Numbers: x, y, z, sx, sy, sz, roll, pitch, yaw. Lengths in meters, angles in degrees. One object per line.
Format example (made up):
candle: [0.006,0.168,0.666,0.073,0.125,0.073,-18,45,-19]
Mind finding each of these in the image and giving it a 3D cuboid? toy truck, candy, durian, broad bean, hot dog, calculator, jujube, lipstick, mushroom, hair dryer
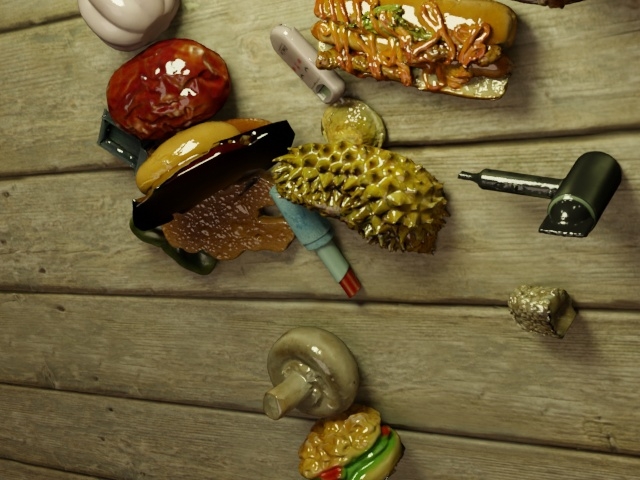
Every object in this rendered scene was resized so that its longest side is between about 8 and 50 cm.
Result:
toy truck: [-0.362,-0.193,1.893,0.192,0.092,0.083,33,133,9]
candy: [0.385,0.121,1.637,0.110,0.085,0.095,1,128,45]
durian: [0.074,-0.074,1.637,0.341,0.112,0.191,25,145,-4]
broad bean: [-0.304,-0.014,2.010,0.206,0.072,0.153,31,135,-4]
hot dog: [0.136,-0.311,1.463,0.348,0.117,0.158,16,128,23]
calculator: [-0.019,-0.299,1.605,0.175,0.032,0.100,47,169,-4]
jujube: [-0.282,-0.277,1.726,0.250,0.174,0.174,-16,112,41]
lipstick: [0.000,0.000,1.816,0.068,0.061,0.274,-25,112,25]
hot dog: [-0.216,-0.150,1.740,0.107,0.326,0.194,62,166,20]
mushroom: [-0.033,0.290,1.942,0.207,0.215,0.207,21,128,30]
hair dryer: [0.320,-0.072,1.463,0.248,0.195,0.078,10,125,30]

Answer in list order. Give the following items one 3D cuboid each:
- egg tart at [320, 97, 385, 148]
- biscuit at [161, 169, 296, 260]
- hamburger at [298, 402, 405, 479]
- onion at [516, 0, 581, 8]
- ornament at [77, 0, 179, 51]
egg tart: [0.051,-0.189,1.655,0.128,0.049,0.129,17,127,23]
biscuit: [-0.188,-0.046,1.895,0.295,0.044,0.186,-5,115,22]
hamburger: [0.051,0.441,1.993,0.237,0.237,0.149,-30,101,43]
onion: [0.290,-0.490,1.141,0.347,0.347,0.385,-13,78,39]
ornament: [-0.343,-0.430,1.657,0.177,0.177,0.178,17,129,22]
